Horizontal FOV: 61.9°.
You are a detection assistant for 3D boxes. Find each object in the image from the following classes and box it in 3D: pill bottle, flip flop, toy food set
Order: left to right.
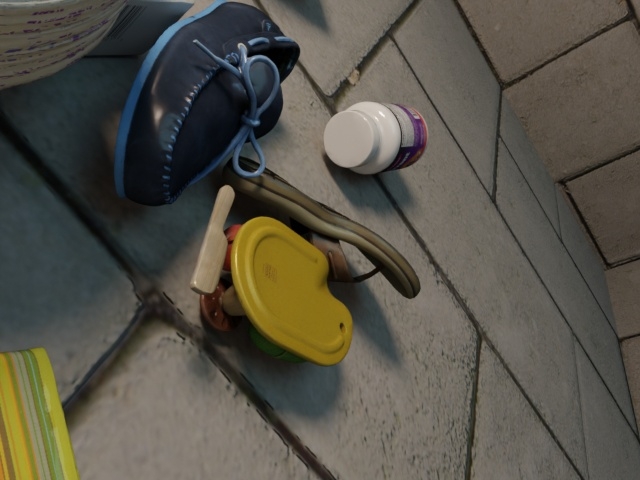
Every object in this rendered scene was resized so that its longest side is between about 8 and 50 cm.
[{"bbox_3d":[-0.056,0.050,0.514,0.218,0.071,0.128,39,40,-41],"label":"toy food set"},{"bbox_3d":[0.000,0.000,0.617,0.277,0.080,0.112,30,3,-27],"label":"flip flop"},{"bbox_3d":[0.086,-0.158,0.825,0.193,0.108,0.108,-19,84,-57],"label":"pill bottle"}]

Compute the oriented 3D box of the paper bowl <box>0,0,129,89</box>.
[{"bbox_3d":[-0.209,-0.230,0.254,0.284,0.148,0.284,18,61,-35],"label":"paper bowl"}]

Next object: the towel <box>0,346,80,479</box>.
[{"bbox_3d":[-0.239,0.118,0.254,0.237,0.021,0.102,0,62,-54],"label":"towel"}]

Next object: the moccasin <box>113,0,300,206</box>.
[{"bbox_3d":[-0.087,-0.155,0.523,0.116,0.138,0.342,19,45,-5],"label":"moccasin"}]

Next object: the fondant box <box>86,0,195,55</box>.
[{"bbox_3d":[-0.281,-0.316,0.423,0.330,0.096,0.238,60,33,-4],"label":"fondant box"}]
